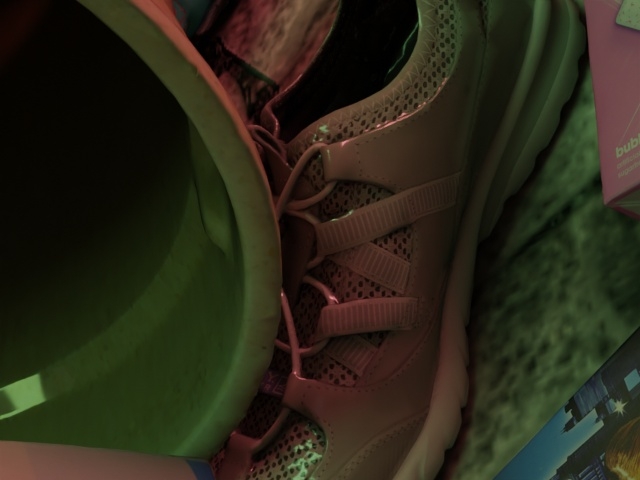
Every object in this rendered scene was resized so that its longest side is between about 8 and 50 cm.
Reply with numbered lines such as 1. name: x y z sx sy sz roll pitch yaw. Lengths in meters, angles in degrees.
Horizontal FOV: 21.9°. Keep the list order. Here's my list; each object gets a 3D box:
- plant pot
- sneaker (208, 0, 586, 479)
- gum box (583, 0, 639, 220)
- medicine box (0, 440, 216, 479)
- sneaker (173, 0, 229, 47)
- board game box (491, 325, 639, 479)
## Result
1. plant pot: -0.182 -0.090 0.618 0.334 0.334 0.305 -35 36 28
2. sneaker: 0.000 0.000 0.634 0.105 0.115 0.281 0 64 50
3. gum box: 0.169 -0.085 0.508 0.188 0.062 0.107 -33 46 44
4. medicine box: -0.123 0.244 0.489 0.289 0.149 0.263 -44 55 27
5. sneaker: -0.097 -0.096 0.825 0.178 0.123 0.295 -58 33 16
6. board game box: 0.094 0.125 0.477 0.194 0.060 0.194 -40 39 25
